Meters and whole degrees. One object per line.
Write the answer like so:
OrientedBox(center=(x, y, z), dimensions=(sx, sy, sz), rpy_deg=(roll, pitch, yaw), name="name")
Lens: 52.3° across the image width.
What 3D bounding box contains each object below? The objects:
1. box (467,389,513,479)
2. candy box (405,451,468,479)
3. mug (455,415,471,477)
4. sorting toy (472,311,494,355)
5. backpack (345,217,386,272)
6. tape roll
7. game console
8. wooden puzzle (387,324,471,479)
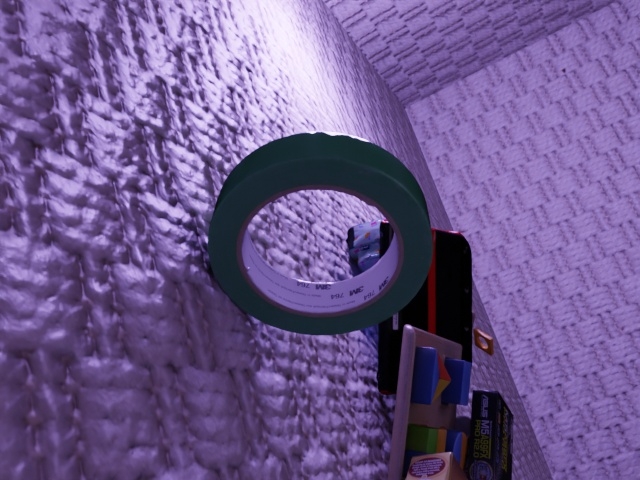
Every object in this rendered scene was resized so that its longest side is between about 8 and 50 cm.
OrientedBox(center=(0.381, 0.493, 1.455), dimensions=(0.216, 0.060, 0.269), rpy_deg=(50, 44, -52), name="box")
OrientedBox(center=(0.191, 0.534, 1.075), dimensions=(0.182, 0.088, 0.316), rpy_deg=(60, 33, -19), name="candy box")
OrientedBox(center=(0.375, 0.525, 1.621), dimensions=(0.169, 0.113, 0.150), rpy_deg=(51, 19, -13), name="mug")
OrientedBox(center=(0.373, 0.207, 1.865), dimensions=(0.348, 0.047, 0.195), rpy_deg=(42, -28, 36), name="sorting toy")
OrientedBox(center=(0.178, 0.020, 1.639), dimensions=(0.166, 0.189, 0.144), rpy_deg=(48, 25, -44), name="backpack")
OrientedBox(center=(0.000, 0.000, 0.955), dimensions=(0.321, 0.322, 0.077), rpy_deg=(54, 22, -30), name="tape roll")
OrientedBox(center=(0.245, 0.156, 1.531), dimensions=(0.342, 0.060, 0.386), rpy_deg=(7, 81, -43), name="game console")
OrientedBox(center=(0.242, 0.357, 1.344), dimensions=(0.348, 0.081, 0.321), rpy_deg=(30, 64, -58), name="wooden puzzle")
